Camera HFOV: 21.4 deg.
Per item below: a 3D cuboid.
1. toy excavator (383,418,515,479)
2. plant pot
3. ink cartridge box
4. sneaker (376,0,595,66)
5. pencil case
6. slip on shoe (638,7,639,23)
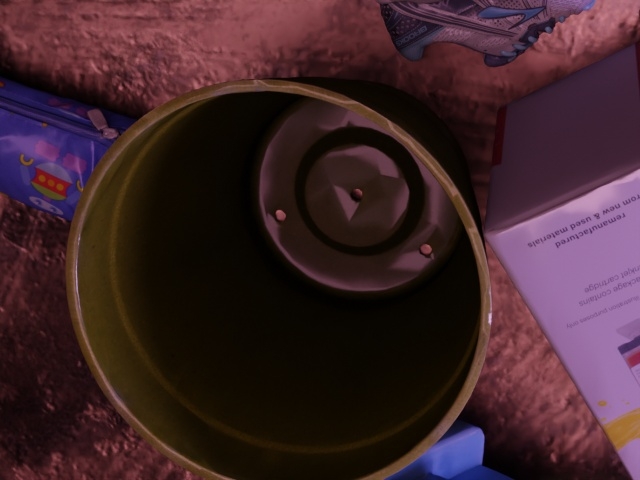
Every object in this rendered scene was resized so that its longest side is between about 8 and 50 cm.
[{"bbox_3d":[0.165,0.304,1.676,0.445,0.433,0.222,21,113,37],"label":"toy excavator"},{"bbox_3d":[0.000,0.000,1.575,0.366,0.353,0.366,4,106,13],"label":"plant pot"},{"bbox_3d":[0.309,0.056,1.523,0.160,0.279,0.385,-25,111,18],"label":"ink cartridge box"},{"bbox_3d":[0.191,-0.233,1.606,0.283,0.110,0.122,-2,119,21],"label":"sneaker"},{"bbox_3d":[-0.315,-0.110,1.743,0.306,0.119,0.133,21,139,7],"label":"pencil case"},{"bbox_3d":[0.455,-0.169,1.546,0.331,0.123,0.101,8,123,15],"label":"slip on shoe"}]
